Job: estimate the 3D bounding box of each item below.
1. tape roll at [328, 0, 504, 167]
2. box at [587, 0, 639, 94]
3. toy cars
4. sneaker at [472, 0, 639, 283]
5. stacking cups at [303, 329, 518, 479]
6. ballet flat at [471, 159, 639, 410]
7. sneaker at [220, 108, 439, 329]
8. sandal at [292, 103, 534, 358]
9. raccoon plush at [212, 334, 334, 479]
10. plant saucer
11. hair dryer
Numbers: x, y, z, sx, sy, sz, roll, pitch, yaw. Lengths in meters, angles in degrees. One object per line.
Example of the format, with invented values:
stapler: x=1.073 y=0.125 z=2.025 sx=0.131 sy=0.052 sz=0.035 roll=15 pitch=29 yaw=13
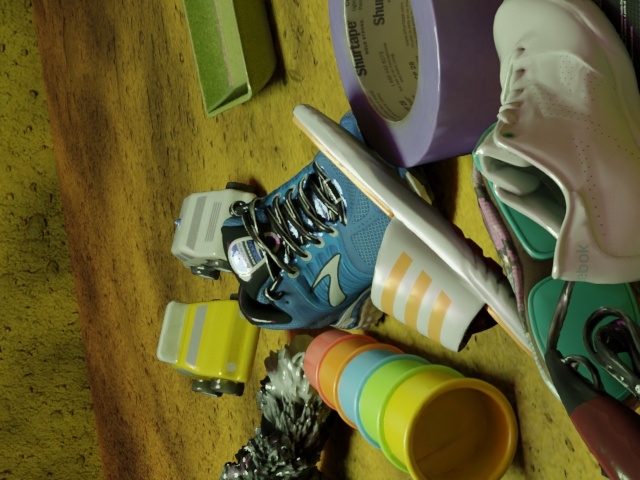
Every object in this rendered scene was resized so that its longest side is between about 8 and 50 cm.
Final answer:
tape roll: x=0.076 y=-0.149 z=0.972 sx=0.189 sy=0.080 sz=0.189 roll=167 pitch=90 yaw=-71
box: x=0.161 y=-0.170 z=0.766 sx=0.184 sy=0.045 sz=0.191 roll=-136 pitch=37 yaw=-63
toy cars: x=-0.130 y=0.043 z=1.536 sx=0.394 sy=0.087 sz=0.176 roll=-98 pitch=27 yaw=-56
sneaker: x=0.119 y=-0.062 z=0.743 sx=0.080 sy=0.094 sz=0.212 roll=89 pitch=165 yaw=-45
stacking cups: x=0.057 y=0.125 z=1.196 sx=0.316 sy=0.096 sz=0.096 roll=-154 pitch=53 yaw=-70
ballet flat: x=0.153 y=0.029 z=0.891 sx=0.079 sy=0.076 sz=0.222 roll=72 pitch=179 yaw=-55
sneaker: x=0.000 y=0.000 z=1.185 sx=0.330 sy=0.147 sz=0.130 roll=113 pitch=141 yaw=-58
sandal: x=0.059 y=0.010 z=0.987 sx=0.265 sy=0.076 sz=0.102 roll=45 pitch=-171 yaw=24
raccoon plush: x=-0.025 y=0.360 z=1.436 sx=0.299 sy=0.216 sz=0.447 roll=51 pitch=149 yaw=38
plant saucer: x=-0.096 y=-0.233 z=1.477 sx=0.188 sy=0.045 sz=0.188 roll=174 pitch=84 yaw=-72
hair dryer: x=0.190 y=0.139 z=0.709 sx=0.223 sy=0.080 sz=0.294 roll=-14 pitch=60 yaw=64
